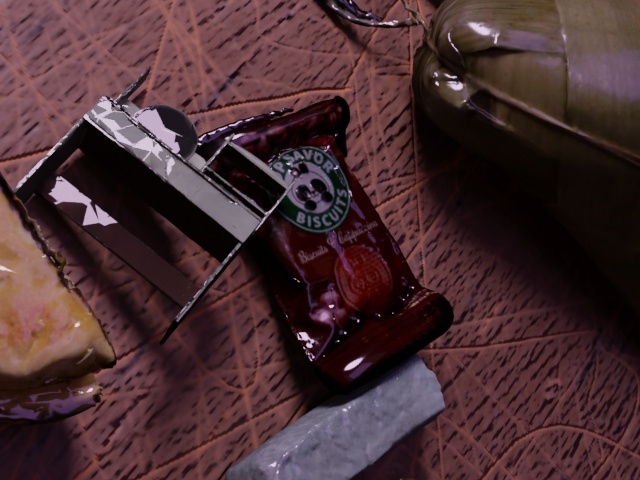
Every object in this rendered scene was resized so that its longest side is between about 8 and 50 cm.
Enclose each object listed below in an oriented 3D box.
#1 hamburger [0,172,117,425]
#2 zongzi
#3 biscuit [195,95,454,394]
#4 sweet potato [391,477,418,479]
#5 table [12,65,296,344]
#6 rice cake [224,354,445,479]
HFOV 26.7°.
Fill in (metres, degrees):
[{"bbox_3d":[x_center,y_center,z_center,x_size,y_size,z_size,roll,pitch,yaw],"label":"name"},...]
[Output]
[{"bbox_3d":[-0.240,0.014,0.873,0.131,0.124,0.262,-34,91,-20],"label":"hamburger"},{"bbox_3d":[0.198,-0.054,1.214,0.447,0.181,0.418,5,112,-7],"label":"zongzi"},{"bbox_3d":[0.005,-0.002,1.082,0.151,0.063,0.235,-23,81,-40],"label":"biscuit"},{"bbox_3d":[0.135,0.249,1.091,0.273,0.075,0.075,20,64,-32],"label":"sweet potato"},{"bbox_3d":[-0.116,-0.037,0.981,0.146,0.062,0.175,38,60,-1],"label":"table"},{"bbox_3d":[0.017,0.153,1.037,0.206,0.069,0.063,-30,93,-37],"label":"rice cake"}]
